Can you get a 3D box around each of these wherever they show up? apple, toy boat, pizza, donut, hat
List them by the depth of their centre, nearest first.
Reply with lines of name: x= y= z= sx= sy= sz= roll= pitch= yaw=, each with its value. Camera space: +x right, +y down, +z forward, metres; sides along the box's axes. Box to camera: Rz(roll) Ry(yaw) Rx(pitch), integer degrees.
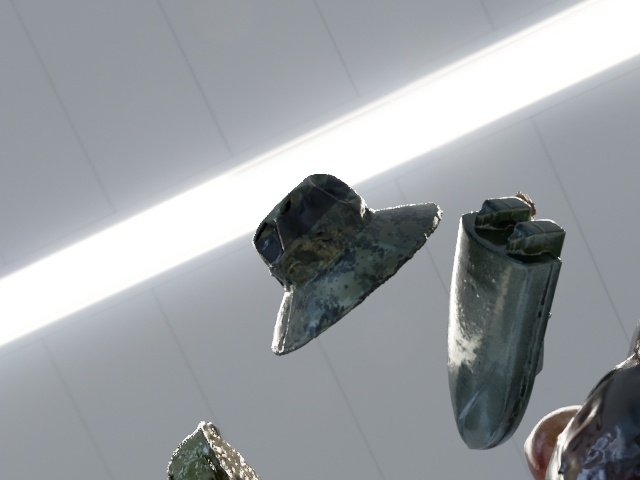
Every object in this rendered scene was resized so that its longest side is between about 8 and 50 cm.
hat: x=0.000 y=0.000 z=0.885 sx=0.265 sy=0.265 sz=0.128 roll=-41 pitch=-86 yaw=12
toy boat: x=0.201 y=0.114 z=0.906 sx=0.092 sy=0.141 sz=0.319 roll=-6 pitch=-62 yaw=-20
donut: x=-0.129 y=0.395 z=1.143 sx=0.107 sy=0.272 sz=0.272 roll=-35 pitch=-87 yaw=-6
apple: x=0.412 y=0.340 z=1.212 sx=0.199 sy=0.199 sz=0.199 roll=1 pitch=-81 yaw=8
pizza: x=0.344 y=-0.059 z=1.315 sx=0.025 sy=0.078 sz=0.083 roll=-16 pitch=-44 yaw=20

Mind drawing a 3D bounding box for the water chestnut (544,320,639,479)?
water chestnut: x=0.294 y=0.178 z=0.539 sx=0.244 sy=0.289 sz=0.289 roll=35 pitch=-76 yaw=35
